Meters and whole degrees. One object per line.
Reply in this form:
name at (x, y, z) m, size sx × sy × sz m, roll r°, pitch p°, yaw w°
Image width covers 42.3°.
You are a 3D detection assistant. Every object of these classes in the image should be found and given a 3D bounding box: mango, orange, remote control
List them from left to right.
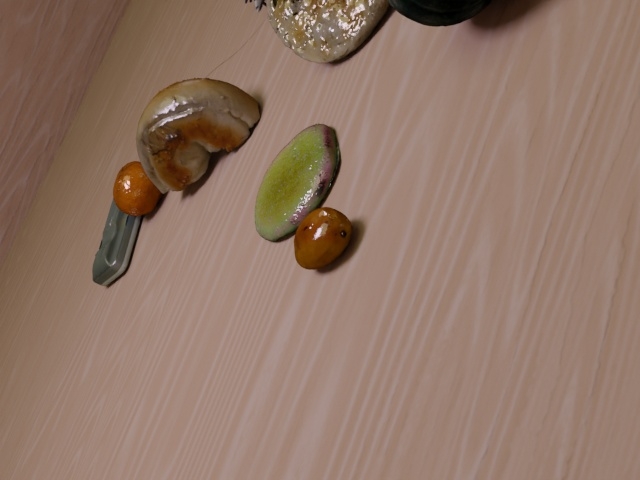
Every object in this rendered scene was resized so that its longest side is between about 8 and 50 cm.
remote control at (-0.503, -0.048, 2.089) m, size 0.128 × 0.065 × 0.335 m, roll -30°, pitch 41°, yaw 40°
orange at (-0.439, -0.124, 1.999) m, size 0.135 × 0.117 × 0.136 m, roll 8°, pitch -90°, yaw -79°
mango at (0.000, 0.000, 1.225) m, size 0.114 × 0.060 × 0.080 m, roll -32°, pitch 53°, yaw 40°

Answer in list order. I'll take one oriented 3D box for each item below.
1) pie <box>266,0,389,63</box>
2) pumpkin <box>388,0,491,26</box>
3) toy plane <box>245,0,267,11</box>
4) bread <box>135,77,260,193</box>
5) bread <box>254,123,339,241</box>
pie at (0.030, -0.494, 1.528) m, size 0.339 × 0.077 × 0.339 m, roll -11°, pitch 73°, yaw 41°
pumpkin at (0.197, -0.403, 1.124) m, size 0.250 × 0.216 × 0.250 m, roll -52°, pitch -5°, yaw -6°
toy plane at (-0.142, -0.625, 2.023) m, size 0.160 × 0.082 × 0.234 m, roll -29°, pitch 55°, yaw 30°
bread at (-0.295, -0.244, 1.789) m, size 0.314 × 0.192 × 0.171 m, roll -41°, pitch 35°, yaw 33°
bread at (-0.048, -0.104, 1.426) m, size 0.228 × 0.033 × 0.228 m, roll -41°, pitch 32°, yaw 33°
